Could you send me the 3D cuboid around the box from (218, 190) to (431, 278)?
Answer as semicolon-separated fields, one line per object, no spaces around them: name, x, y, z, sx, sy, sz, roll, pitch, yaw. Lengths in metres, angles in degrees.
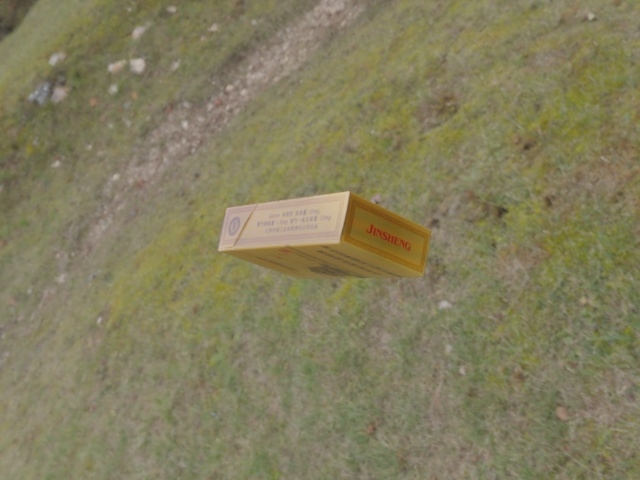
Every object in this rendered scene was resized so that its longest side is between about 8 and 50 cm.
box;0.000;0.000;1.142;0.274;0.174;0.076;-4;69;48
